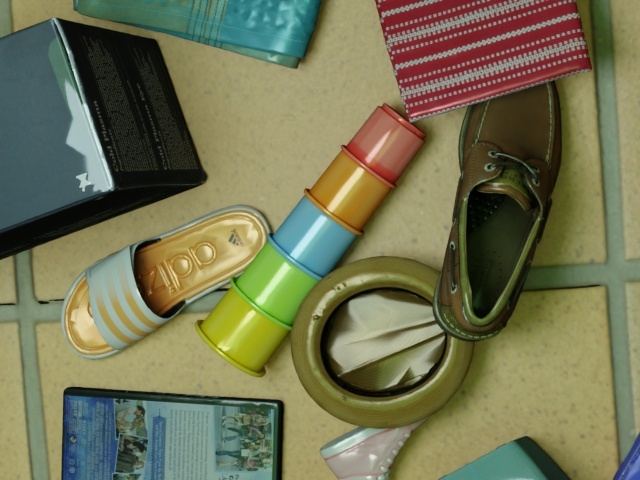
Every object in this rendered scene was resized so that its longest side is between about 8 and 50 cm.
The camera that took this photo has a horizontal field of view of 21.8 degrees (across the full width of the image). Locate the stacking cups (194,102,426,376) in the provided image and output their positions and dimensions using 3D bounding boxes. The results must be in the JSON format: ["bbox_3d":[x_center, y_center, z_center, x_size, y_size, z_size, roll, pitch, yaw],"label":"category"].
[{"bbox_3d":[0.000,0.000,1.767,0.096,0.096,0.316,41,99,6],"label":"stacking cups"}]

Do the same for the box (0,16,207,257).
[{"bbox_3d":[-0.338,-0.082,1.715,0.343,0.312,0.179,-20,90,12],"label":"box"}]

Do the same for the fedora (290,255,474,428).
[{"bbox_3d":[0.067,0.105,1.761,0.194,0.079,0.194,0,93,6],"label":"fedora"}]

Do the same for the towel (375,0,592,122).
[{"bbox_3d":[0.151,-0.271,1.710,0.199,0.031,0.275,-16,74,12],"label":"towel"}]

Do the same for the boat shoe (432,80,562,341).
[{"bbox_3d":[0.191,-0.048,1.684,0.111,0.104,0.307,10,80,-3],"label":"boat shoe"}]

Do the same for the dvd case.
[{"bbox_3d":[-0.167,0.259,1.852,0.253,0.022,0.180,3,93,11],"label":"dvd case"}]

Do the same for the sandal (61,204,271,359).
[{"bbox_3d":[-0.180,0.039,1.811,0.265,0.076,0.102,-31,87,12],"label":"sandal"}]

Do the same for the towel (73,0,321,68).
[{"bbox_3d":[-0.097,-0.391,1.778,0.271,0.040,0.370,17,96,13],"label":"towel"}]

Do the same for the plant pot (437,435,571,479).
[{"bbox_3d":[0.218,0.328,1.712,0.166,0.165,0.234,-29,80,12],"label":"plant pot"}]

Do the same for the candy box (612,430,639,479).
[{"bbox_3d":[0.490,0.223,1.666,0.317,0.122,0.268,31,100,7],"label":"candy box"}]

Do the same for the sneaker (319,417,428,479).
[{"bbox_3d":[0.071,0.226,1.788,0.134,0.051,0.070,-28,90,15],"label":"sneaker"}]
